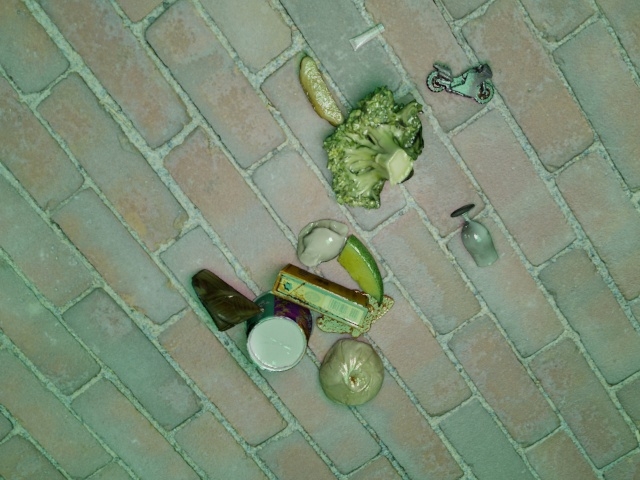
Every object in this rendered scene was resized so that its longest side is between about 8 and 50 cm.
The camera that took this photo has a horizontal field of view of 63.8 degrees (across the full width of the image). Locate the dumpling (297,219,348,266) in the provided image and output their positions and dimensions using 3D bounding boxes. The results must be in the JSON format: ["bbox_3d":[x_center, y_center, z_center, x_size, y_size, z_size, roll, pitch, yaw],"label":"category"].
[{"bbox_3d":[-0.001,0.001,1.702,0.150,0.092,0.176,44,115,12],"label":"dumpling"}]

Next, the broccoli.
[{"bbox_3d":[0.169,-0.279,1.551,0.277,0.318,0.338,37,70,-25],"label":"broccoli"}]

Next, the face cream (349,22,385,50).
[{"bbox_3d":[0.146,-0.635,1.601,0.115,0.020,0.038,-28,103,8],"label":"face cream"}]

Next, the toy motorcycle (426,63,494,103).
[{"bbox_3d":[0.446,-0.506,1.609,0.216,0.080,0.122,14,102,0],"label":"toy motorcycle"}]

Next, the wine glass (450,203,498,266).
[{"bbox_3d":[0.515,-0.014,1.712,0.093,0.093,0.202,-29,99,5],"label":"wine glass"}]

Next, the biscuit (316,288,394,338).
[{"bbox_3d":[0.120,0.247,1.783,0.280,0.043,0.183,-20,100,-2],"label":"biscuit"}]

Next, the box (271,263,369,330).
[{"bbox_3d":[0.006,0.177,1.665,0.302,0.193,0.084,23,95,3],"label":"box"}]

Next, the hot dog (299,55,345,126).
[{"bbox_3d":[-0.005,-0.455,1.605,0.073,0.084,0.242,-28,102,8],"label":"hot dog"}]

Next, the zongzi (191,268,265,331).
[{"bbox_3d":[-0.308,0.176,1.672,0.242,0.112,0.221,-28,100,48],"label":"zongzi"}]

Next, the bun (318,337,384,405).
[{"bbox_3d":[0.102,0.466,1.780,0.244,0.153,0.243,1,101,3],"label":"bun"}]

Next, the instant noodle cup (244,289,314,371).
[{"bbox_3d":[-0.142,0.309,1.714,0.251,0.190,0.251,0,103,-2],"label":"instant noodle cup"}]

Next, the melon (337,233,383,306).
[{"bbox_3d":[0.142,0.111,1.736,0.114,0.053,0.261,-30,93,18],"label":"melon"}]
